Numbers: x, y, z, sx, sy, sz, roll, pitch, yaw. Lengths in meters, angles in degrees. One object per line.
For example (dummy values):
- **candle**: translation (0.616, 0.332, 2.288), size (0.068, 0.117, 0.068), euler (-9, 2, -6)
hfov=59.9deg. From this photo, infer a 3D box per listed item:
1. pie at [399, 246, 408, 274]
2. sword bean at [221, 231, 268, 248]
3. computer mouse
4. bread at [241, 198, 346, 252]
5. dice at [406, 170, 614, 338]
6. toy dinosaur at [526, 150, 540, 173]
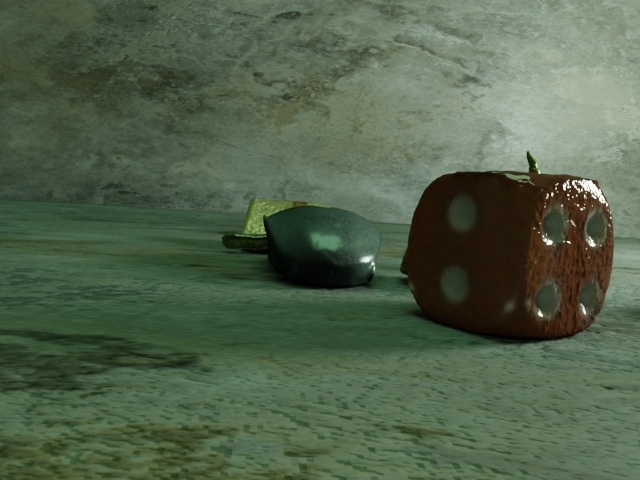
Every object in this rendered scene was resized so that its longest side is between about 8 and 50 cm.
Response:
- **pie**: translation (0.220, 0.038, 0.888), size (0.193, 0.079, 0.163), euler (8, 15, 40)
- **sword bean**: translation (-0.068, -0.012, 1.146), size (0.269, 0.043, 0.038), euler (-7, -14, -4)
- **computer mouse**: translation (0.002, -0.003, 0.960), size (0.203, 0.114, 0.374), euler (2, 5, -8)
- **bread**: translation (-0.063, 0.010, 1.249), size (0.240, 0.135, 0.178), euler (5, 39, 4)
- **dice**: translation (0.217, 0.009, 0.647), size (0.174, 0.179, 0.175), euler (1, 9, -33)
- **toy dinosaur**: translation (0.409, -0.036, 1.059), size (0.153, 0.259, 0.094), euler (-24, 5, -4)
